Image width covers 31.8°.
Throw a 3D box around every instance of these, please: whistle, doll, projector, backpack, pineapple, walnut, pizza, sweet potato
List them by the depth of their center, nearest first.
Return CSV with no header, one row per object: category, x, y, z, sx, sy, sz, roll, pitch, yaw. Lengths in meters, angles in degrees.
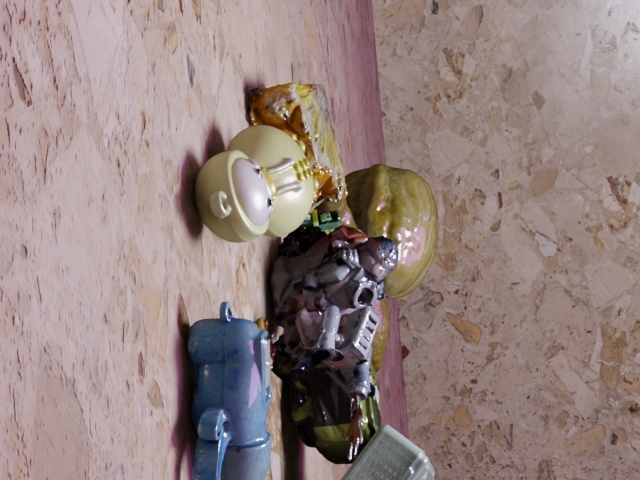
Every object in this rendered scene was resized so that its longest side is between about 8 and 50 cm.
whistle,-0.097,0.197,1.210,0.180,0.093,0.269,-49,141,-77
doll,-0.072,-0.064,1.336,0.296,0.117,0.141,-56,132,-77
pizza,-0.073,0.150,1.549,0.078,0.025,0.083,46,41,-75
pineapple,-0.034,-0.155,1.656,0.186,0.114,0.236,-84,164,-46
projector,0.068,0.417,1.697,0.257,0.099,0.192,-52,162,-10
backpack,0.018,0.222,1.776,0.207,0.140,0.253,72,8,-63
sweet potato,0.048,0.069,2.056,0.130,0.130,0.423,-77,158,-62
walnut,0.121,-0.013,2.224,0.283,0.227,0.283,1,90,-85

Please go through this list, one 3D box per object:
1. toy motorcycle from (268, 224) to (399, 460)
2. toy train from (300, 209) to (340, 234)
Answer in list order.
toy motorcycle,0.020,0.116,1.598,0.134,0.207,0.401,51,31,-37
toy train,0.000,0.000,1.916,0.050,0.081,0.122,-93,174,-52
